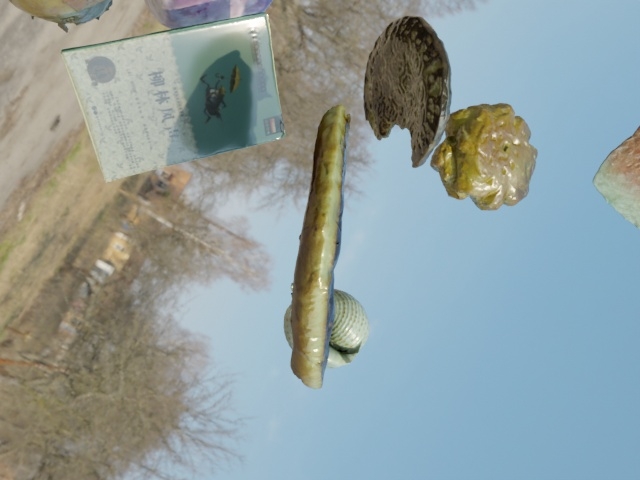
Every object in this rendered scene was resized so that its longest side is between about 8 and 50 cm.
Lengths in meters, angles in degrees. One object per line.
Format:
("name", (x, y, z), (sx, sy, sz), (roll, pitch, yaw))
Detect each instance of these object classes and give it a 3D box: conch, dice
("conch", (-0.002, 0.167, 1.207), (0.131, 0.200, 0.172), (-38, -159, 56))
("dice", (-0.256, -0.623, 1.294), (0.271, 0.270, 0.270), (56, -23, 30))

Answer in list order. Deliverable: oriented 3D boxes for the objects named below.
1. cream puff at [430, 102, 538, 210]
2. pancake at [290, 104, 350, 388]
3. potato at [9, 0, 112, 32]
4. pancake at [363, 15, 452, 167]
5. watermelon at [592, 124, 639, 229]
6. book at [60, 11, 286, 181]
("cream puff", (0.361, -0.183, 1.346), (0.196, 0.244, 0.244), (9, -116, 37))
("pancake", (0.000, 0.003, 0.968), (0.304, 0.067, 0.426), (-82, 176, -65))
("potato", (-0.570, -0.570, 1.231), (0.237, 0.289, 0.300), (-105, -148, -61))
("pancake", (0.155, -0.269, 1.131), (0.288, 0.033, 0.285), (147, -66, -66))
("watermelon", (0.409, -0.113, 0.630), (0.094, 0.154, 0.241), (-51, 168, -50))
("book", (-0.265, -0.275, 1.183), (0.031, 0.380, 0.264), (-122, -160, -53))
